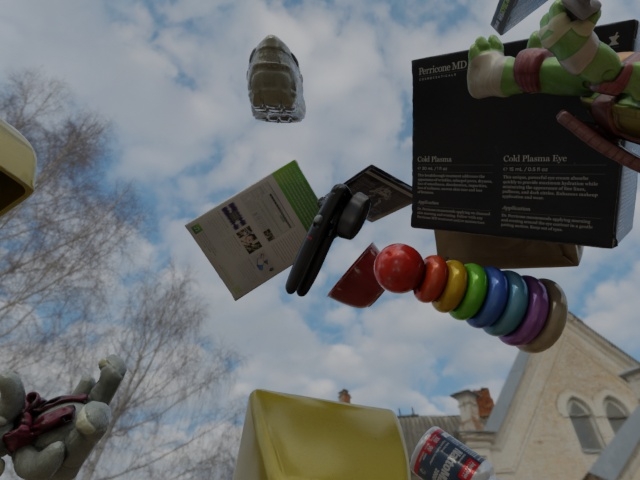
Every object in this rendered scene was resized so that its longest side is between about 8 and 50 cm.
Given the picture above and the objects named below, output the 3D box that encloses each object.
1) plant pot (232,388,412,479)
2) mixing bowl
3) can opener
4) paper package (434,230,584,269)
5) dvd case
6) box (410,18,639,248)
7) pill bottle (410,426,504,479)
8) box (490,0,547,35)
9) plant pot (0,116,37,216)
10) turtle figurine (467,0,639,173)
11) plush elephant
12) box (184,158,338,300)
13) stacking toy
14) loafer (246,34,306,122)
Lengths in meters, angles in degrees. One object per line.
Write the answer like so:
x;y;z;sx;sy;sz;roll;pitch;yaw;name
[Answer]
-0.001;0.319;0.509;0.212;0.212;0.187;11;-5;-6;plant pot
0.109;0.101;1.080;0.098;0.181;0.181;40;-54;4;mixing bowl
0.000;0.000;0.650;0.059;0.073;0.186;31;-88;-40;can opener
0.462;-0.036;1.052;0.310;0.325;0.168;-5;-87;34;paper package
0.132;-0.114;1.117;0.165;0.018;0.221;24;-24;-22;dvd case
0.350;-0.172;0.764;0.343;0.179;0.312;10;-72;41;box
0.282;0.470;0.870;0.180;0.108;0.108;24;-37;39;pill bottle
0.445;-0.526;0.866;0.191;0.184;0.045;-37;-102;7;box
-0.263;-0.062;0.313;0.082;0.083;0.081;-32;-47;8;plant pot
0.280;-0.205;0.402;0.198;0.266;0.274;-43;-59;-7;turtle figurine
-0.607;0.383;0.915;0.255;0.272;0.330;29;-80;-20;plush elephant
-0.144;-0.028;1.117;0.322;0.058;0.232;-31;-78;-5;box
0.254;0.087;0.775;0.331;0.141;0.141;19;-51;-7;stacking toy
-0.078;-0.280;0.798;0.112;0.319;0.111;1;-82;-7;loafer
